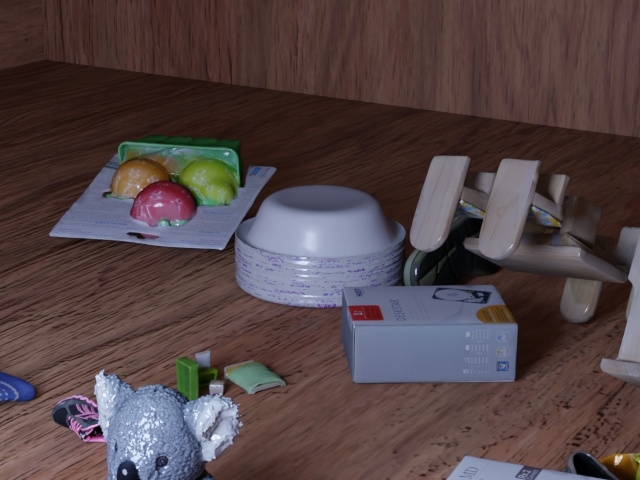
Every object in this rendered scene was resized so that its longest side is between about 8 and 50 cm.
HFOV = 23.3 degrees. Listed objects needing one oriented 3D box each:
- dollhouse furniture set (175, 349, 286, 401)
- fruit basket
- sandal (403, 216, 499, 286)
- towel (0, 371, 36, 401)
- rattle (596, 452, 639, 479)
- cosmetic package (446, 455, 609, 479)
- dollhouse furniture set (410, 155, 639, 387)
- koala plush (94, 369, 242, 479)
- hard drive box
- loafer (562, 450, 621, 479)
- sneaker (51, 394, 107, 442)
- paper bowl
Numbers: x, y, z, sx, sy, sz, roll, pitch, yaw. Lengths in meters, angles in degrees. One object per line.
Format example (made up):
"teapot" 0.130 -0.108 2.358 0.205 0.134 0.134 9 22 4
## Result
"dollhouse furniture set" -0.127 0.177 2.132 0.152 0.058 0.076 -12 21 -34
"fruit basket" -0.278 -0.065 2.828 0.327 0.165 0.353 4 33 13
"sandal" 0.212 0.016 2.583 0.086 0.120 0.303 -4 12 38
"towel" -0.564 0.190 2.012 0.243 0.040 0.336 14 9 31
"rattle" 0.379 0.302 1.735 0.143 0.130 0.199 -12 45 -5
"cosmetic package" 0.202 0.320 1.522 0.184 0.151 0.151 8 17 22
"dollhouse furniture set" 0.371 0.067 2.175 0.362 0.256 0.394 25 -13 -40
"koala plush" -0.172 0.248 1.628 0.196 0.221 0.203 8 18 24
"hard drive box" 0.153 0.133 2.234 0.232 0.089 0.181 -1 17 -5
"loafer" 0.329 0.312 1.665 0.096 0.084 0.267 -7 19 -22
"sneaker" -0.298 0.234 1.979 0.119 0.047 0.057 7 30 24
"paper bowl" 0.000 0.000 2.565 0.284 0.148 0.284 1 18 0
